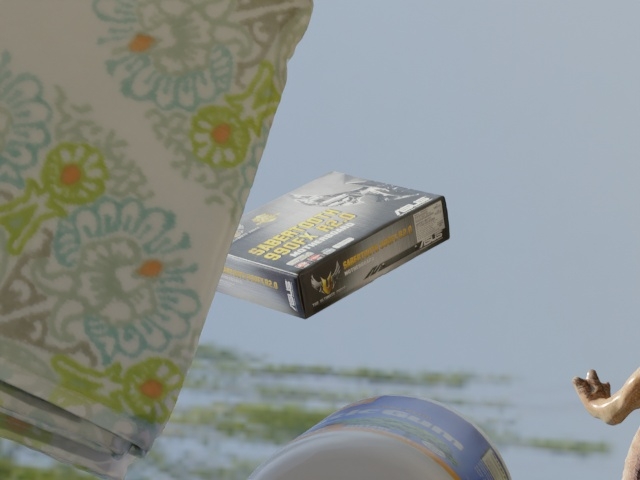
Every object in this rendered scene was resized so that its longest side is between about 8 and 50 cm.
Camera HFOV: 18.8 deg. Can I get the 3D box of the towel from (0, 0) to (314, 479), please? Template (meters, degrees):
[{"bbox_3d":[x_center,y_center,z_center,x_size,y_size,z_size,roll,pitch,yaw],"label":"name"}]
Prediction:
[{"bbox_3d":[-0.202,-0.068,1.229,0.321,0.090,0.374,25,-113,-17],"label":"towel"}]

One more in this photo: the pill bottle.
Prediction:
[{"bbox_3d":[0.039,0.173,1.168,0.272,0.152,0.152,-14,-77,-80],"label":"pill bottle"}]

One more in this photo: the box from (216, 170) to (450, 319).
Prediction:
[{"bbox_3d":[0.000,0.000,2.135,0.231,0.183,0.056,-27,-61,-36],"label":"box"}]

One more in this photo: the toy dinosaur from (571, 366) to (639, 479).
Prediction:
[{"bbox_3d":[0.307,0.089,1.380,0.296,0.200,0.127,-39,-83,-20],"label":"toy dinosaur"}]
